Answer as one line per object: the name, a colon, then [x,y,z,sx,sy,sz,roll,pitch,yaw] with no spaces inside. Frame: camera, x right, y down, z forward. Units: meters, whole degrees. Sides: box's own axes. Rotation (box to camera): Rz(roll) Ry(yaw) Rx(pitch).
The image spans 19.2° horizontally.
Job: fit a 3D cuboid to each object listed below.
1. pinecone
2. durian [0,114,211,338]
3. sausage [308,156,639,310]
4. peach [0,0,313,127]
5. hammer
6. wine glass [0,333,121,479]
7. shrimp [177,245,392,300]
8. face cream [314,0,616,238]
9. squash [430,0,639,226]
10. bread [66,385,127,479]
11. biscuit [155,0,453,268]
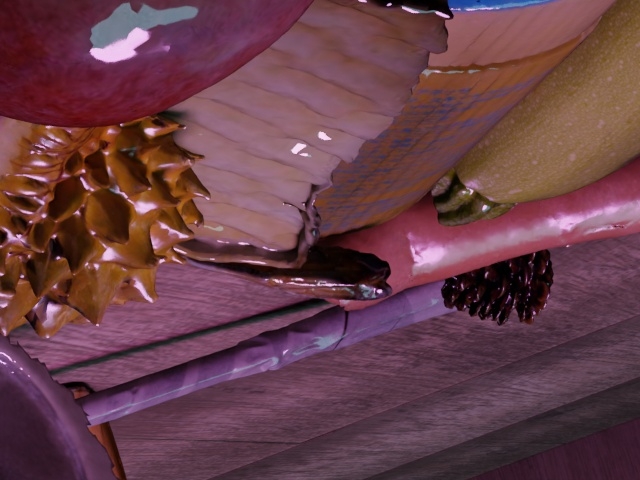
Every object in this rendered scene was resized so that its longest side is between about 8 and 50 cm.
pinecone: [0.121,0.022,1.302,0.083,0.077,0.077,0,160,-26]
durian: [-0.107,-0.011,0.692,0.140,0.078,0.224,13,157,-12]
sausage: [0.134,-0.027,1.113,0.304,0.078,0.078,-17,166,-2]
peach: [-0.070,-0.101,0.448,0.152,0.152,0.152,-17,166,-4]
hammer: [-0.060,0.084,1.339,0.426,0.044,0.152,-18,152,-15]
wine glass: [-0.309,0.205,1.153,0.323,0.238,0.238,-29,163,29]
shrimp: [0.000,-0.003,0.982,0.195,0.035,0.148,-10,-161,-41]
face cream: [0.033,-0.075,0.807,0.139,0.067,0.285,-6,164,-21]
squash: [0.134,-0.084,0.871,0.094,0.095,0.341,-12,163,-24]
bread: [-0.225,0.164,1.461,0.140,0.169,0.160,-15,-153,-10]
biscuit: [-0.064,-0.056,0.721,0.187,0.036,0.273,9,159,-14]
